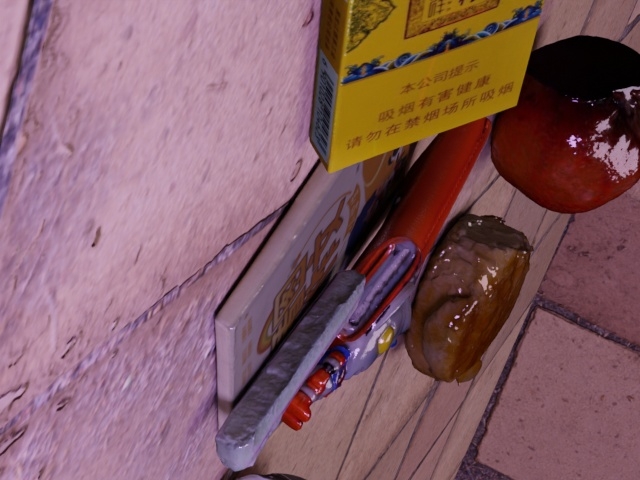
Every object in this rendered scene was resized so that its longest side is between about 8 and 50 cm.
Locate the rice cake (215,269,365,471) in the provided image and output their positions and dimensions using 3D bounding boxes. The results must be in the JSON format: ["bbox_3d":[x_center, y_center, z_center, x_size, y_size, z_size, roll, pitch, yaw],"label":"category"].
[{"bbox_3d":[-0.021,0.095,1.160,0.207,0.033,0.033,-53,156,-39],"label":"rice cake"}]

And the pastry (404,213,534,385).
[{"bbox_3d":[0.179,0.063,1.820,0.229,0.100,0.218,-50,158,-30],"label":"pastry"}]

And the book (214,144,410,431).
[{"bbox_3d":[0.000,0.000,1.172,0.295,0.020,0.208,-57,166,-27],"label":"book"}]

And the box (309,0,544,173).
[{"bbox_3d":[0.073,-0.158,0.940,0.153,0.041,0.279,-21,151,-17],"label":"box"}]

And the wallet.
[{"bbox_3d":[0.078,-0.017,1.316,0.142,0.045,0.204,-54,-177,43],"label":"wallet"}]

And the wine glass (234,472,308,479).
[{"bbox_3d":[-0.035,0.265,1.342,0.111,0.111,0.204,-62,163,-7],"label":"wine glass"}]

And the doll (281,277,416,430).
[{"bbox_3d":[0.030,0.095,1.382,0.195,0.062,0.104,-47,160,-31],"label":"doll"}]

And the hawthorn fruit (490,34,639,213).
[{"bbox_3d":[0.280,-0.121,1.742,0.189,0.189,0.251,-54,-177,-36],"label":"hawthorn fruit"}]
